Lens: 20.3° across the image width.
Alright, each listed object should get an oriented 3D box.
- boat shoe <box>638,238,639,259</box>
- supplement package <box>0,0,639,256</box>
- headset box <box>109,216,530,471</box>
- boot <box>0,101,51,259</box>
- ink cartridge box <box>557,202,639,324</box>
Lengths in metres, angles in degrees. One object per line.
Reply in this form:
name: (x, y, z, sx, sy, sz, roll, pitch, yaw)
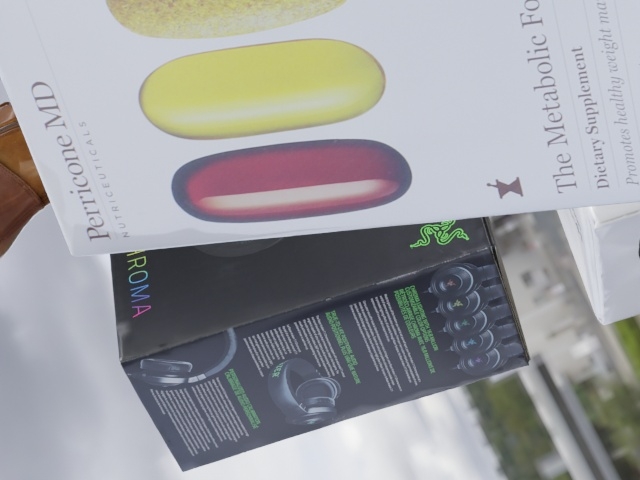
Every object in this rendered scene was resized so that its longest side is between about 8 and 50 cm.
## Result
boat shoe: (0.186, -0.004, 0.831, 0.042, 0.049, 0.133, 67, 162, -3)
supplement package: (0.018, -0.094, 0.642, 0.134, 0.244, 0.139, -71, -30, -52)
headset box: (0.000, 0.000, 1.298, 0.246, 0.283, 0.131, -101, -9, -45)
boot: (-0.236, -0.104, 1.358, 0.096, 0.280, 0.264, 57, 174, -36)
ink cartridge box: (0.266, -0.111, 1.019, 0.131, 0.306, 0.226, 68, -174, -57)
